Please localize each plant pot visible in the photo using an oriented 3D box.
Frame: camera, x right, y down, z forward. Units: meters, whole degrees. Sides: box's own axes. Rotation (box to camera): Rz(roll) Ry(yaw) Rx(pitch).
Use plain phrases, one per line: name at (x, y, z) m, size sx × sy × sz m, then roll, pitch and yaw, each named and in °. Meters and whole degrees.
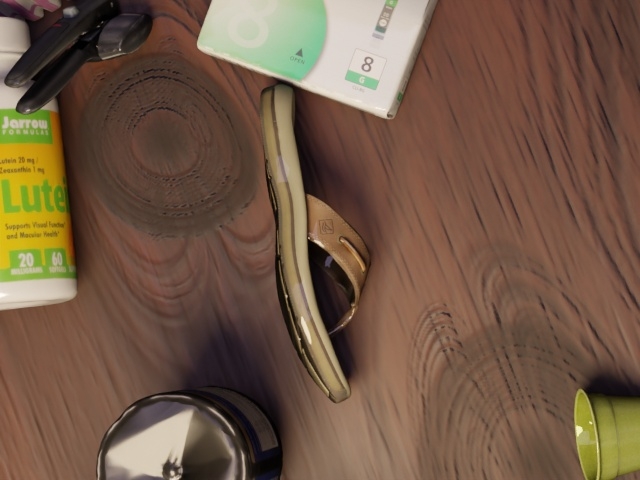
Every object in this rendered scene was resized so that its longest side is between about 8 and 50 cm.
plant pot at (0.259, 0.161, 1.453) m, size 0.079 × 0.083 × 0.083 m, roll -5°, pitch 86°, yaw -3°

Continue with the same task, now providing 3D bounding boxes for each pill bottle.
pill bottle at (-0.290, -0.063, 1.513) m, size 0.136 × 0.136 × 0.245 m, roll -7°, pitch 86°, yaw 8°
pill bottle at (-0.098, 0.181, 1.430) m, size 0.123 × 0.219 × 0.123 m, roll -1°, pitch 86°, yaw 8°

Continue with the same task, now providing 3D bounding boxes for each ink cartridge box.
ink cartridge box at (0.016, -0.239, 1.518) m, size 0.181 × 0.056 × 0.224 m, roll 20°, pitch 92°, yaw 9°

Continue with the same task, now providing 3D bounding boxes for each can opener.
can opener at (-0.216, -0.165, 1.496) m, size 0.073 × 0.186 × 0.059 m, roll -13°, pitch 109°, yaw 32°

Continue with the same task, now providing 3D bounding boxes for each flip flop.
flip flop at (0.000, 0.000, 1.492) m, size 0.080 × 0.112 × 0.277 m, roll -8°, pitch 81°, yaw -6°

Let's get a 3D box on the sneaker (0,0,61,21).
sneaker at (-0.241, -0.269, 1.544) m, size 0.236 × 0.095 × 0.104 m, roll -26°, pitch 79°, yaw 1°
